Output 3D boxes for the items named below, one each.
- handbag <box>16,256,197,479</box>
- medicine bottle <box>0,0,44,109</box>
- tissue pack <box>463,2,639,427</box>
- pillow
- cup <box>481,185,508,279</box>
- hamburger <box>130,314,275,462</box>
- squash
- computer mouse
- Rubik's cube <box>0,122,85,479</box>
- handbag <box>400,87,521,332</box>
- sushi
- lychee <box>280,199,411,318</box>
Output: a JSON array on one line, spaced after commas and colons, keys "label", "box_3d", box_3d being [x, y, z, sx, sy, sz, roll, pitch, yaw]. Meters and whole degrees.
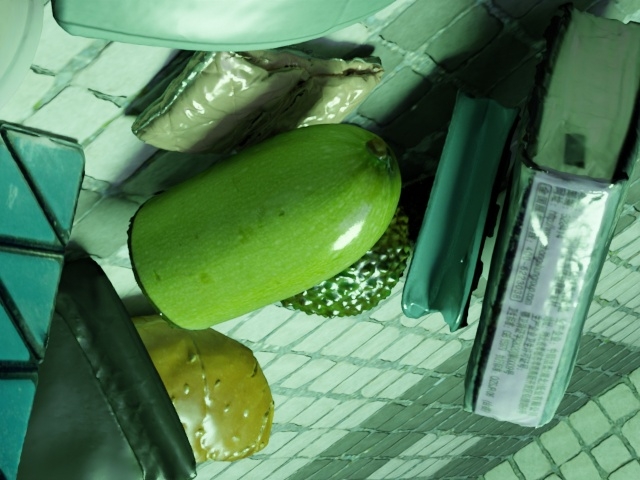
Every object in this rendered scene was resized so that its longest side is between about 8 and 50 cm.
[{"label": "handbag", "box_3d": [-0.253, 0.161, 1.203, 0.223, 0.247, 0.080, -26, -163, -8]}, {"label": "medicine bottle", "box_3d": [-0.249, -0.150, 0.610, 0.152, 0.152, 0.254, -33, 158, 3]}, {"label": "tissue pack", "box_3d": [0.233, -0.015, 1.312, 0.361, 0.122, 0.259, 97, 11, -47]}, {"label": "pillow", "box_3d": [-0.045, -0.115, 1.102, 0.126, 0.043, 0.232, -39, 160, 30]}, {"label": "cup", "box_3d": [0.275, -0.011, 1.612, 0.142, 0.134, 0.173, -43, 154, 22]}, {"label": "hamburger", "box_3d": [-0.168, 0.152, 1.347, 0.283, 0.144, 0.156, 3, 110, -41]}, {"label": "squash", "box_3d": [-0.034, -0.018, 1.100, 0.247, 0.132, 0.132, -21, 167, 35]}, {"label": "computer mouse", "box_3d": [-0.011, -0.204, 0.792, 0.371, 0.122, 0.188, -19, 145, -45]}, {"label": "Rubik's cube", "box_3d": [-0.294, 0.016, 0.913, 0.228, 0.233, 0.229, 18, 93, -16]}, {"label": "handbag", "box_3d": [0.147, -0.026, 1.311, 0.179, 0.062, 0.229, 5, 100, -76]}, {"label": "sushi", "box_3d": [0.099, -0.021, 1.435, 0.150, 0.078, 0.090, -20, 161, -29]}, {"label": "lychee", "box_3d": [0.000, 0.000, 1.256, 0.171, 0.171, 0.171, -27, 157, -12]}]
